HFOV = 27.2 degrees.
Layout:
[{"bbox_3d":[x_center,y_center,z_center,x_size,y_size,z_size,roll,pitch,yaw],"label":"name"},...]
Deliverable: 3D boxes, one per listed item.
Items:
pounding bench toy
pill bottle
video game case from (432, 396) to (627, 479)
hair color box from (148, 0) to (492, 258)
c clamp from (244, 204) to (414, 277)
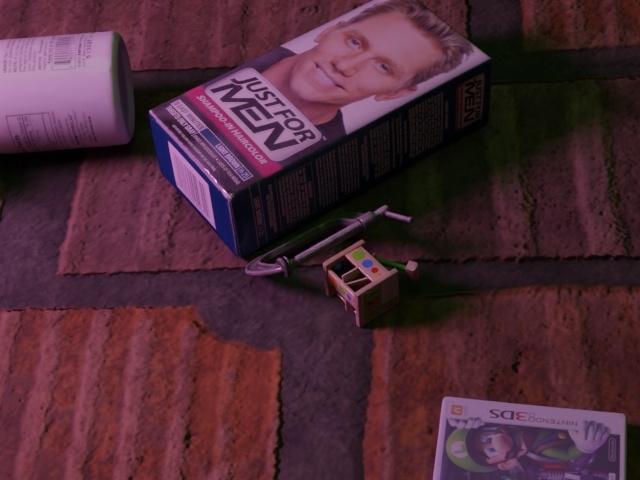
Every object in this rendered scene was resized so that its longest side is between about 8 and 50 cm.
[{"bbox_3d":[0.052,0.034,1.352,0.083,0.052,0.065,-31,53,-21],"label":"pounding bench toy"},{"bbox_3d":[-0.335,-0.166,1.510,0.229,0.131,0.131,-4,48,1],"label":"pill bottle"},{"bbox_3d":[0.187,0.229,1.188,0.173,0.022,0.190,4,49,9],"label":"video game case"},{"bbox_3d":[0.004,-0.139,1.476,0.347,0.105,0.174,-29,53,-21],"label":"hair color box"},{"bbox_3d":[0.000,0.000,1.363,0.161,0.022,0.137,-28,16,-14],"label":"c clamp"}]
